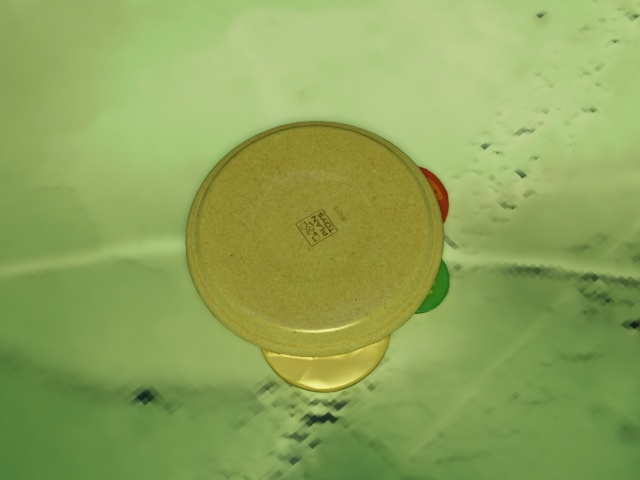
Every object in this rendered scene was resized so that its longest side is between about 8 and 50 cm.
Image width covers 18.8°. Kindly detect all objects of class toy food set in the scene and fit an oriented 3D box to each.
[{"bbox_3d":[0.000,0.000,0.601,0.083,0.020,0.082,39,73,18],"label":"toy food set"}]
